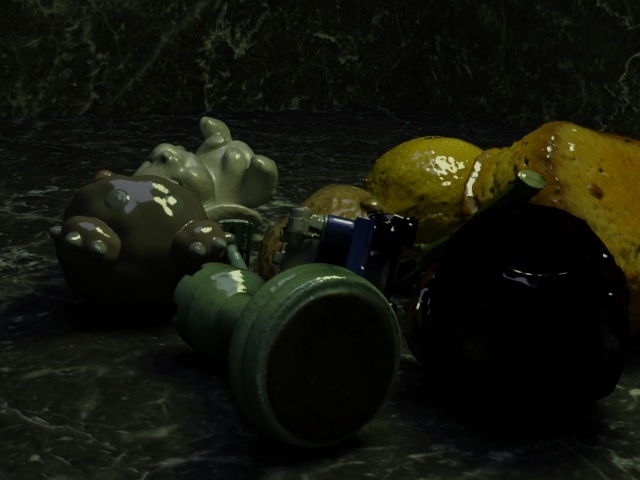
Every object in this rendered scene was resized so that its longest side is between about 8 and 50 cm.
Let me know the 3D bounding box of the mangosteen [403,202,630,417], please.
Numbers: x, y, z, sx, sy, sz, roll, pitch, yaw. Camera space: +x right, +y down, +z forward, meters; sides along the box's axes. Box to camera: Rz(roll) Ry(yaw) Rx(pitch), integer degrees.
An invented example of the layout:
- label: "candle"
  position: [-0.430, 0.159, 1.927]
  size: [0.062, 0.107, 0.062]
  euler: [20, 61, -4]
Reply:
- label: "mangosteen"
  position: [0.229, 0.083, 0.975]
  size: [0.287, 0.233, 0.288]
  euler: [-5, 36, 3]

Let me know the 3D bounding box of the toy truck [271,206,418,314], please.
- label: "toy truck"
  position: [0.022, 0.038, 1.063]
  size: [0.176, 0.161, 0.213]
  euler: [15, -16, -3]

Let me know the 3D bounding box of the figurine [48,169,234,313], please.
- label: "figurine"
  position: [-0.291, -0.001, 1.212]
  size: [0.248, 0.203, 0.380]
  euler: [6, 3, -22]

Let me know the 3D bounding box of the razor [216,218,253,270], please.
- label: "razor"
  position: [-0.116, 0.063, 1.224]
  size: [0.068, 0.106, 0.232]
  euler: [-1, 27, -20]

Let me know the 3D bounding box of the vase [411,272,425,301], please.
- label: "vase"
  position: [0.220, 0.093, 1.217]
  size: [0.148, 0.081, 0.081]
  euler: [5, 16, -9]

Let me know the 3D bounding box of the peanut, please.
- label: "peanut"
  position: [0.000, 0.000, 1.260]
  size: [0.110, 0.233, 0.197]
  euler: [42, 19, -25]

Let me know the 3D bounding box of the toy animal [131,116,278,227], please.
- label: "toy animal"
  position: [-0.250, -0.100, 1.567]
  size: [0.271, 0.206, 0.265]
  euler: [38, 45, 28]

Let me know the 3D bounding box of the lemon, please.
- label: "lemon"
  position: [0.206, -0.053, 1.383]
  size: [0.310, 0.258, 0.258]
  euler: [-11, 22, -35]

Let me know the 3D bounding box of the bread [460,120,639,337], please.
- label: "bread"
  position: [0.395, -0.027, 1.203]
  size: [0.358, 0.204, 0.337]
  euler: [5, 56, -27]

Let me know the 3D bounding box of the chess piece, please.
- label: "chess piece"
  position: [-0.065, 0.106, 0.934]
  size: [0.194, 0.195, 0.299]
  euler: [-6, 11, -32]

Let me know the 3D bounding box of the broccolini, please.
- label: "broccolini"
  position: [0.160, -0.008, 1.141]
  size: [0.074, 0.392, 0.079]
  euler: [29, 49, -17]
